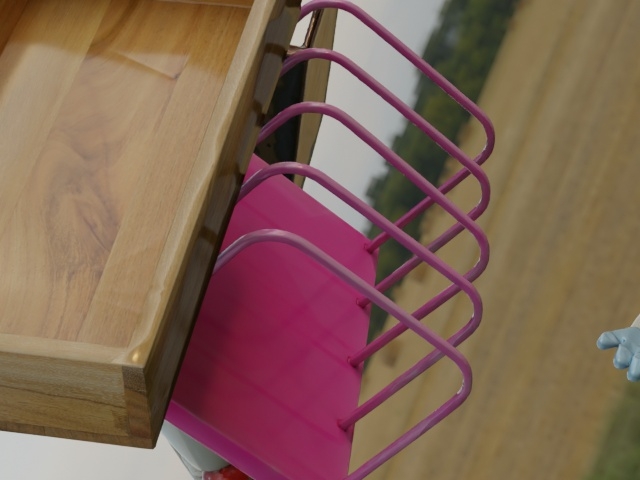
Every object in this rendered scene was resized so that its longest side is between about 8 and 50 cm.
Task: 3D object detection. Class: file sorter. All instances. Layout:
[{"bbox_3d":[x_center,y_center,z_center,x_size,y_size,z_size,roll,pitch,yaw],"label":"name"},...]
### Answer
[{"bbox_3d":[0.000,0.000,1.333,0.182,0.202,0.291,-41,23,32],"label":"file sorter"}]

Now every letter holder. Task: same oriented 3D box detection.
[{"bbox_3d":[-0.072,-0.182,2.019,0.302,0.152,0.214,98,-172,-53],"label":"letter holder"}]

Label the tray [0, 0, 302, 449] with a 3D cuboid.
[{"bbox_3d":[-0.150,-0.055,1.177,0.411,0.202,0.076,-75,-13,-46],"label":"tray"}]

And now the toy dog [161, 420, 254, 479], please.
[{"bbox_3d":[-0.066,0.128,1.660,0.161,0.220,0.334,-35,-41,-7],"label":"toy dog"}]

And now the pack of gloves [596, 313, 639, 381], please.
[{"bbox_3d":[0.348,0.117,1.672,0.046,0.195,0.232,-57,-15,18],"label":"pack of gloves"}]
